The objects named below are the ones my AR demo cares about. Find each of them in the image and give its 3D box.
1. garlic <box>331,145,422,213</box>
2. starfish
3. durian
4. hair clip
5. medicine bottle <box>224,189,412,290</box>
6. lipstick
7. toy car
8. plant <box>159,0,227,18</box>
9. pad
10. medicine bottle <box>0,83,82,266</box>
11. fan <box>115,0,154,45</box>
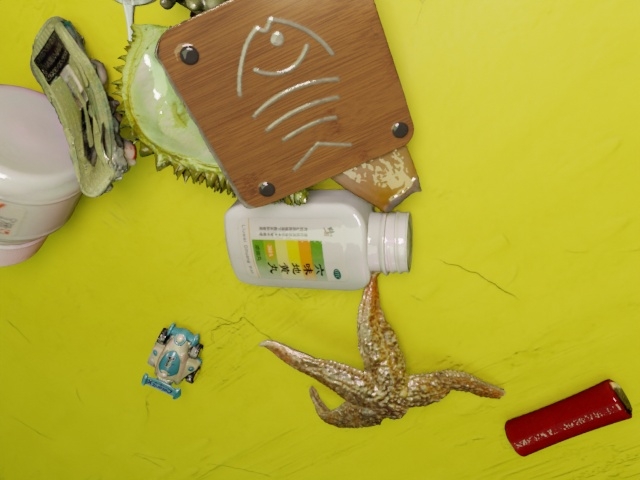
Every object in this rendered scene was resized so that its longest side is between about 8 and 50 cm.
[{"bbox_3d":[0.034,-0.176,0.804,0.318,0.112,0.143,42,104,-1],"label":"garlic"},{"bbox_3d":[0.111,0.269,1.050,0.398,0.132,0.383,-29,104,24],"label":"starfish"},{"bbox_3d":[-0.172,-0.184,0.834,0.394,0.163,0.198,38,104,8],"label":"durian"},{"bbox_3d":[-0.393,-0.225,0.868,0.138,0.091,0.321,-36,73,35],"label":"hair clip"},{"bbox_3d":[0.000,0.000,0.916,0.325,0.124,0.179,1,119,14],"label":"medicine bottle"},{"bbox_3d":[0.489,0.358,1.014,0.080,0.080,0.241,45,120,-12],"label":"lipstick"},{"bbox_3d":[-0.346,0.285,1.193,0.126,0.098,0.161,25,125,-2],"label":"toy car"},{"bbox_3d":[-0.108,-0.453,0.716,0.251,0.180,0.333,12,90,15],"label":"plant"},{"bbox_3d":[-0.037,-0.202,0.699,0.287,0.018,0.284,-23,124,5],"label":"pad"},{"bbox_3d":[-0.579,-0.106,0.942,0.241,0.241,0.302,41,129,-10],"label":"medicine bottle"},{"bbox_3d":[-0.317,-0.412,0.827,0.153,0.008,0.226,12,121,8],"label":"fan"}]
